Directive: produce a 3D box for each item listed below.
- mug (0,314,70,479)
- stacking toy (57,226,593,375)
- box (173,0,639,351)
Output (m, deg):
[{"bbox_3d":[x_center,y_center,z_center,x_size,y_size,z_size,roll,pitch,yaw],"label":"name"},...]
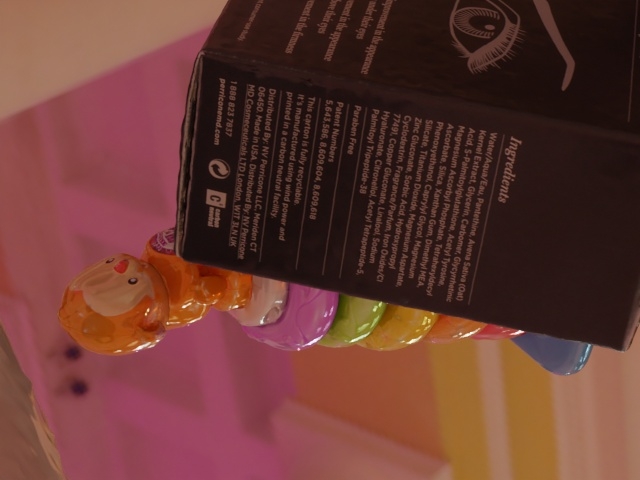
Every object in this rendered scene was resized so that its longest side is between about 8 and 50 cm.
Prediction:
[{"bbox_3d":[-0.178,0.214,0.642,0.328,0.276,0.374,60,2,39],"label":"mug"},{"bbox_3d":[0.000,0.000,0.905,0.175,0.302,0.166,42,-44,42],"label":"stacking toy"},{"bbox_3d":[0.054,-0.052,0.786,0.207,0.153,0.108,13,-57,5],"label":"box"}]
